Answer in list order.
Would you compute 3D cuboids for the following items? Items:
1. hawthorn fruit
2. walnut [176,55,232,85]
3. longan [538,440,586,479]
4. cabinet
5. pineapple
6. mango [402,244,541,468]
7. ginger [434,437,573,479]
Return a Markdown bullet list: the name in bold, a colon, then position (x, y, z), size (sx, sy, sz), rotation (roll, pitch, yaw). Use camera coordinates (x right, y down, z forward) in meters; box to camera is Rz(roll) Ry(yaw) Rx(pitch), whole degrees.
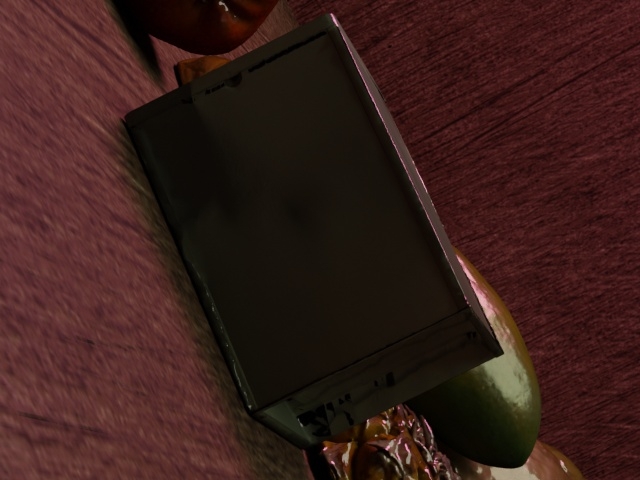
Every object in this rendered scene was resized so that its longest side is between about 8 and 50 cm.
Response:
- **hawthorn fruit**: position (-0.090, -0.205, 1.344), size (0.133, 0.133, 0.138), rotation (61, -4, -22)
- **walnut**: position (-0.073, -0.113, 1.463), size (0.121, 0.052, 0.091), rotation (-18, 85, -83)
- **longan**: position (0.204, 0.268, 1.765), size (0.176, 0.145, 0.154), rotation (6, 74, -57)
- **cabinet**: position (0.000, 0.000, 1.126), size (0.206, 0.145, 0.150), rotation (66, 6, 19)
- **pineapple**: position (0.059, 0.180, 1.228), size (0.225, 0.076, 0.225), rotation (63, 7, -14)
- **mango**: position (0.073, 0.062, 1.331), size (0.237, 0.091, 0.137), rotation (38, 54, -7)
- **ginger**: position (0.130, 0.204, 1.433), size (0.152, 0.138, 0.267), rotation (-95, 158, -50)
